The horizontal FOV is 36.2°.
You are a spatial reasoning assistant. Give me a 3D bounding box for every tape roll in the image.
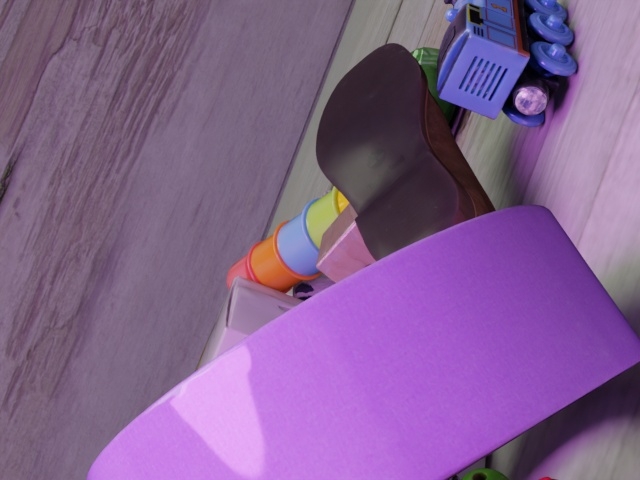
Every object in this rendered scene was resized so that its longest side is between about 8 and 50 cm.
[{"bbox_3d":[0.025,0.095,0.503,0.275,0.090,0.275,-30,-16,-9],"label":"tape roll"}]

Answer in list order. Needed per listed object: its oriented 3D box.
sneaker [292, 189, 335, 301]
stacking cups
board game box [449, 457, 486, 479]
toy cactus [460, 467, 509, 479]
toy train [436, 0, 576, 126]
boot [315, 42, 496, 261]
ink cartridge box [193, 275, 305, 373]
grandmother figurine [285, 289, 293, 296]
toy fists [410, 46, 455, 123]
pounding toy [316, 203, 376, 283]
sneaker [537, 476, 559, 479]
[{"bbox_3d":[0.000,0.058,1.366,0.153,0.094,0.234,109,169,-46],"label":"sneaker"},{"bbox_3d":[0.000,0.000,1.182,0.316,0.096,0.096,-34,32,48],"label":"stacking cups"},{"bbox_3d":[0.043,0.217,0.781,0.305,0.053,0.193,119,169,-46],"label":"board game box"},{"bbox_3d":[0.075,0.229,0.474,0.218,0.112,0.180,-65,27,9],"label":"toy cactus"},{"bbox_3d":[0.155,-0.170,0.839,0.184,0.105,0.080,-79,13,-51],"label":"toy train"},{"bbox_3d":[0.078,-0.053,0.803,0.112,0.115,0.305,-40,36,20],"label":"boot"},{"bbox_3d":[-0.070,0.195,1.168,0.168,0.171,0.232,-95,27,-72],"label":"ink cartridge box"},{"bbox_3d":[-0.071,0.212,1.439,0.208,0.104,0.342,-23,35,39],"label":"grandmother figurine"},{"bbox_3d":[0.089,-0.128,1.219,0.279,0.096,0.142,138,151,-70],"label":"toy fists"},{"bbox_3d":[0.065,0.039,0.870,0.100,0.141,0.130,-49,7,13],"label":"pounding toy"},{"bbox_3d":[0.084,0.184,0.325,0.087,0.128,0.221,119,169,-46],"label":"sneaker"}]
